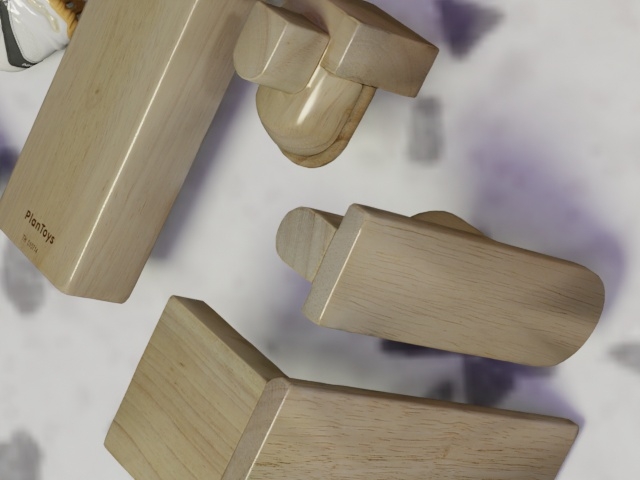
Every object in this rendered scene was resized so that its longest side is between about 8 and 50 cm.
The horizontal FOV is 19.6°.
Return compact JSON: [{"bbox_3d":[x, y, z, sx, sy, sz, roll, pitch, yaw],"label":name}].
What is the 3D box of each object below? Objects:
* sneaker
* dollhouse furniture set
[{"bbox_3d":[-0.110,-0.090,0.578,0.037,0.032,0.083,-37,86,17],"label":"sneaker"},{"bbox_3d":[0.000,0.000,0.563,0.151,0.123,0.144,39,109,44],"label":"dollhouse furniture set"}]
